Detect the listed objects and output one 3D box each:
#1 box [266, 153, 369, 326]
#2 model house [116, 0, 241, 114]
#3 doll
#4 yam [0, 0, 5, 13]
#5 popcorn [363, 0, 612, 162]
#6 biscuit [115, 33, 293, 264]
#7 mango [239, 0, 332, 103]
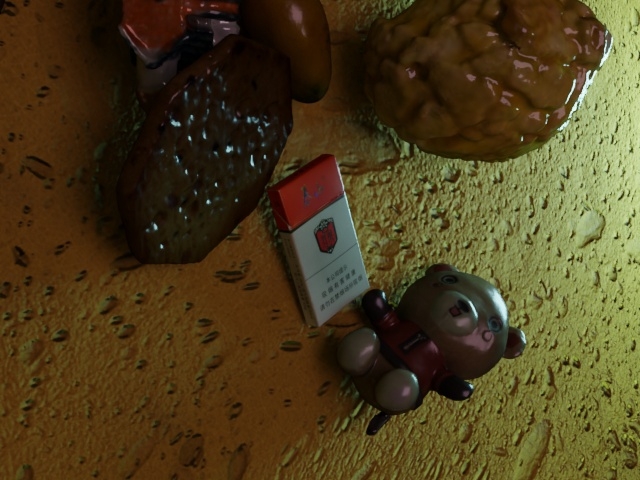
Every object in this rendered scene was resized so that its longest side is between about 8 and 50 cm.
[{"bbox_3d":[0.000,0.000,1.764,0.139,0.035,0.245,-34,121,-38],"label":"box"},{"bbox_3d":[-0.174,-0.302,1.501,0.190,0.271,0.300,2,104,-5],"label":"model house"},{"bbox_3d":[0.176,0.177,1.852,0.330,0.235,0.174,-32,154,-28],"label":"doll"},{"bbox_3d":[-0.425,-0.424,1.367,0.131,0.131,0.279,15,80,-40],"label":"yam"},{"bbox_3d":[0.272,-0.281,1.821,0.390,0.344,0.354,-42,133,-19],"label":"popcorn"},{"bbox_3d":[-0.153,-0.122,1.545,0.359,0.046,0.359,-46,154,-30],"label":"biscuit"},{"bbox_3d":[-0.048,-0.308,1.674,0.120,0.151,0.221,-25,140,-2],"label":"mango"}]
